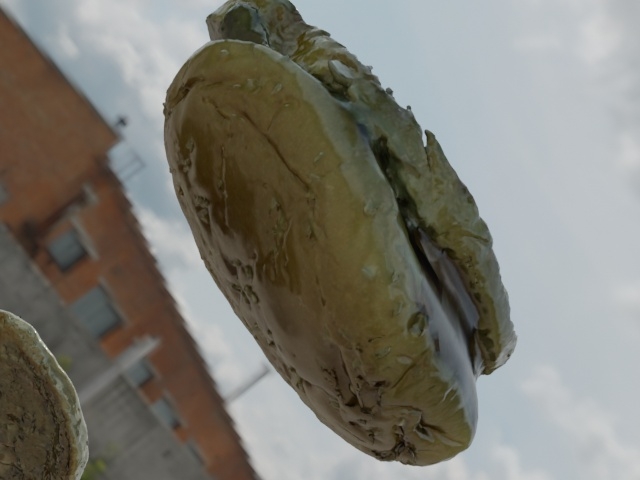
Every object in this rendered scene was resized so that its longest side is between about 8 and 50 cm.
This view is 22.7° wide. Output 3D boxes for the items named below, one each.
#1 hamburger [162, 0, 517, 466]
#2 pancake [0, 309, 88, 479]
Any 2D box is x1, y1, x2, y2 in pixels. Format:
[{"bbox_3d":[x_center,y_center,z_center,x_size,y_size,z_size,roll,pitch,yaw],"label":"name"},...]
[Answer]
[{"bbox_3d":[0.000,0.001,0.952,0.285,0.134,0.265,44,-12,38],"label":"hamburger"},{"bbox_3d":[-0.198,0.107,1.009,0.139,0.022,0.139,19,-58,35],"label":"pancake"}]
